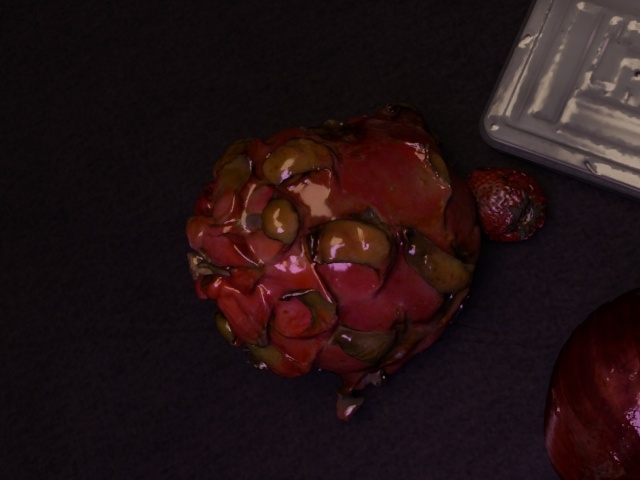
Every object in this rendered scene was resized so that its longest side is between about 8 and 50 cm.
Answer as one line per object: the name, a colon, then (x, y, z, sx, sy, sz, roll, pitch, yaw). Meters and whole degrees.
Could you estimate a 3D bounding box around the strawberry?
strawberry: (0.198, -0.045, 1.614, 0.083, 0.083, 0.096, -40, 54, 5)

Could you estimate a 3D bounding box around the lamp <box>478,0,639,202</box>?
lamp: (0.340, -0.185, 1.619, 0.269, 0.047, 0.266, 22, 85, 23)

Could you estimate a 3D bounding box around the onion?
onion: (0.350, 0.168, 1.397, 0.276, 0.276, 0.276, -5, 73, 18)

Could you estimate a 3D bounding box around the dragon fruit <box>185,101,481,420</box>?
dragon fruit: (0.000, 0.000, 1.544, 0.296, 0.263, 0.314, -31, 64, 24)
